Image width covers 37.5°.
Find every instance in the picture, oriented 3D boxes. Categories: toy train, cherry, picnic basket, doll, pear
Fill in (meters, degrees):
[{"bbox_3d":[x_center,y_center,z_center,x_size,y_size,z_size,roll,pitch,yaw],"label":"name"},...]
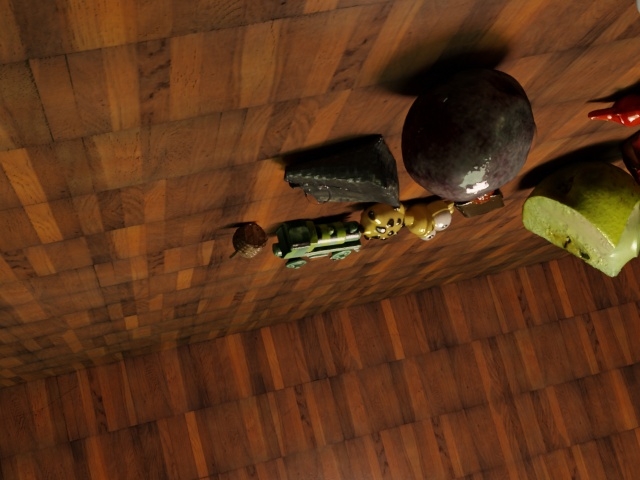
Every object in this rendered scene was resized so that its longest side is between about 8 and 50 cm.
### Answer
[{"bbox_3d":[0.000,-0.001,2.033,0.200,0.083,0.132,-11,166,-22],"label":"toy train"},{"bbox_3d":[0.209,-0.151,1.305,0.195,0.195,0.195,-14,169,-3],"label":"cherry"},{"bbox_3d":[-0.152,0.007,1.893,0.072,0.072,0.083,-6,157,-38],"label":"picnic basket"},{"bbox_3d":[0.188,-0.044,2.045,0.291,0.086,0.117,-3,147,-46],"label":"doll"},{"bbox_3d":[0.598,-0.086,2.096,0.176,0.286,0.282,-51,149,-11],"label":"pear"},{"bbox_3d":[0.558,-0.233,1.659,0.109,0.057,0.169,-2,-166,43],"label":"doll"}]

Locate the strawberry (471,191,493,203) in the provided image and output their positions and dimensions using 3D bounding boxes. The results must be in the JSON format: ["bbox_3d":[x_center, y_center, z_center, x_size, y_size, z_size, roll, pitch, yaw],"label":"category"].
[{"bbox_3d":[0.293,-0.118,1.783,0.106,0.106,0.106,-14,169,-3],"label":"strawberry"}]

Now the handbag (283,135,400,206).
[{"bbox_3d":[0.042,-0.103,1.597,0.175,0.088,0.270,-8,171,11],"label":"handbag"}]

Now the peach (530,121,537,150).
[{"bbox_3d":[0.323,-0.176,1.576,0.083,0.083,0.083,-14,169,-3],"label":"peach"}]

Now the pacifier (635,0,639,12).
[{"bbox_3d":[0.452,-0.271,0.929,0.279,0.207,0.227,-4,147,-46],"label":"pacifier"}]

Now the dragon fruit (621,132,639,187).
[{"bbox_3d":[0.807,-0.129,1.986,0.240,0.330,0.302,-45,153,26],"label":"dragon fruit"}]

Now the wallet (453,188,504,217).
[{"bbox_3d":[0.373,-0.090,2.202,0.110,0.031,0.198,-18,169,12],"label":"wallet"}]
